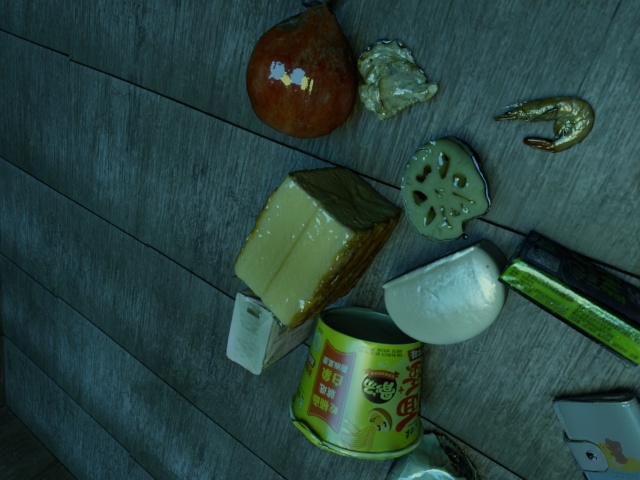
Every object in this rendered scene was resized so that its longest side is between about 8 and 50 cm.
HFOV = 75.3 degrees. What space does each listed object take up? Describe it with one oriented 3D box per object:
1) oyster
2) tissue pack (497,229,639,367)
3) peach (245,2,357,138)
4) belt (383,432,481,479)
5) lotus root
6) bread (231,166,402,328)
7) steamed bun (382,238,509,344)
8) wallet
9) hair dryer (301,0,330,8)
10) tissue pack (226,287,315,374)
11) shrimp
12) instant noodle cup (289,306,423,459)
[{"bbox_3d":[0.144,-0.327,0.841,0.191,0.081,0.163,9,102,25],"label":"oyster"},{"bbox_3d":[0.440,0.085,0.712,0.235,0.173,0.073,35,124,18],"label":"tissue pack"},{"bbox_3d":[-0.030,-0.347,0.852,0.232,0.232,0.257,45,138,13],"label":"peach"},{"bbox_3d":[0.267,0.591,0.959,0.207,0.150,0.258,-28,88,24],"label":"belt"},{"bbox_3d":[0.258,-0.100,0.832,0.183,0.078,0.204,-12,89,46],"label":"lotus root"},{"bbox_3d":[0.000,0.000,0.891,0.207,0.279,0.279,41,122,17],"label":"bread"},{"bbox_3d":[0.262,0.113,0.839,0.241,0.146,0.164,-29,83,31],"label":"steamed bun"},{"bbox_3d":[0.559,0.396,0.782,0.170,0.069,0.231,-29,84,51],"label":"wallet"},{"bbox_3d":[-0.009,-0.625,0.870,0.219,0.088,0.225,-49,61,23],"label":"hair dryer"},{"bbox_3d":[-0.110,0.194,1.036,0.124,0.225,0.185,27,114,23],"label":"tissue pack"},{"bbox_3d":[0.398,-0.208,0.748,0.162,0.045,0.095,2,124,25],"label":"shrimp"},{"bbox_3d":[0.092,0.287,0.913,0.311,0.311,0.222,12,98,28],"label":"instant noodle cup"}]
